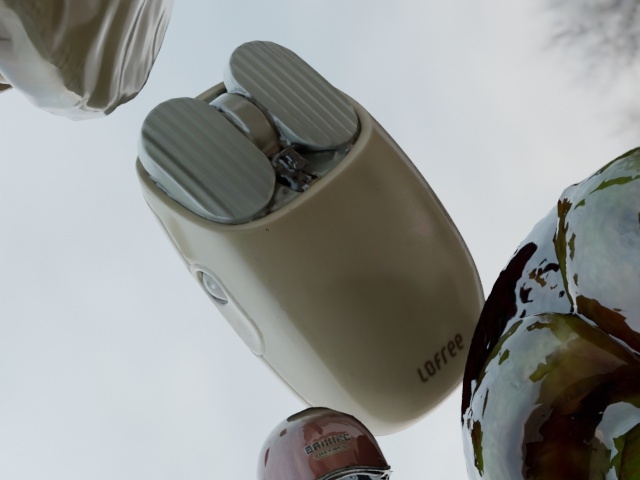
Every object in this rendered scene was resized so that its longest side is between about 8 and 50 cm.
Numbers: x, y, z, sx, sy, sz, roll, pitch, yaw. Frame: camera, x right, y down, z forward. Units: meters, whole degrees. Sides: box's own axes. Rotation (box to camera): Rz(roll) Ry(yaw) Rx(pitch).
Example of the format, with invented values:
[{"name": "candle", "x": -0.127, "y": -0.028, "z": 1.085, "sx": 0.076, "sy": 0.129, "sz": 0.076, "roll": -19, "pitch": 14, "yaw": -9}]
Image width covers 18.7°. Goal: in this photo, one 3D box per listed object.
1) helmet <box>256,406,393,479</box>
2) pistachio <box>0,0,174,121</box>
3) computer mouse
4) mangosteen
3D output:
[{"name": "helmet", "x": -0.004, "y": 0.108, "z": 0.928, "sx": 0.084, "sy": 0.065, "sz": 0.049, "roll": 115, "pitch": 137, "yaw": -56}, {"name": "pistachio", "x": -0.101, "y": -0.130, "z": 0.548, "sx": 0.288, "sy": 0.166, "sz": 0.197, "roll": -73, "pitch": -31, "yaw": -50}, {"name": "computer mouse", "x": 0.000, "y": 0.000, "z": 1.113, "sx": 0.145, "sy": 0.082, "sz": 0.236, "roll": -37, "pitch": -89, "yaw": -28}, {"name": "mangosteen", "x": 0.198, "y": 0.092, "z": 0.895, "sx": 0.347, "sy": 0.307, "sz": 0.307, "roll": 3, "pitch": -113, "yaw": -57}]
